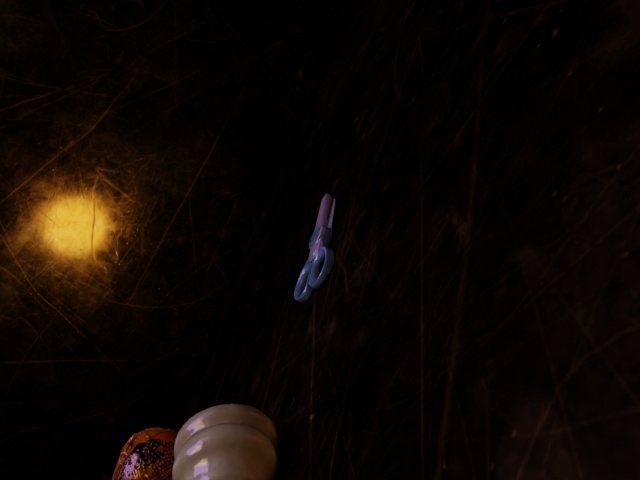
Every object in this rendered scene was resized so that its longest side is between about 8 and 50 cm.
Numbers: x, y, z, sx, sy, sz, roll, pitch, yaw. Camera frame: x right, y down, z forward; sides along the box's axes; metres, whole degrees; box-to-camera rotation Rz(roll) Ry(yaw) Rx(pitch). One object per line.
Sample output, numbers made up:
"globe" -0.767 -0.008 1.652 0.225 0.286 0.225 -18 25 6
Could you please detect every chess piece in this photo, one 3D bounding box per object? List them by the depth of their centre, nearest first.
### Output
"chess piece" -0.111 0.331 0.513 0.144 0.144 0.251 -61 19 14

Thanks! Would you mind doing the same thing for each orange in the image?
"orange" -0.433 0.593 1.125 0.234 0.182 0.234 -45 23 25

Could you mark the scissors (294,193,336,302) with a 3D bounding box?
"scissors" 0.000 0.000 0.885 0.125 0.030 0.256 -48 23 46
